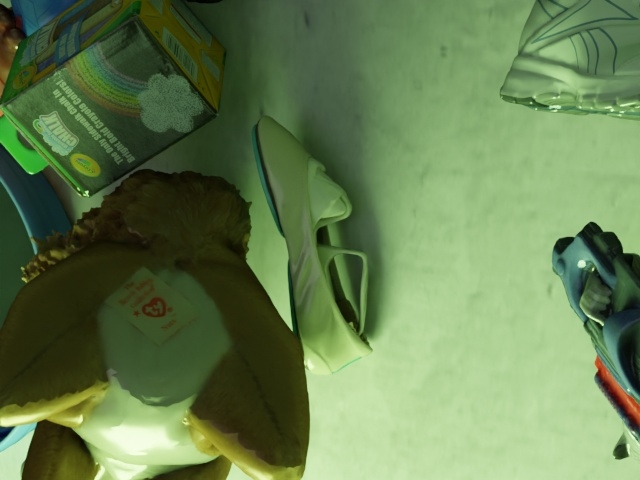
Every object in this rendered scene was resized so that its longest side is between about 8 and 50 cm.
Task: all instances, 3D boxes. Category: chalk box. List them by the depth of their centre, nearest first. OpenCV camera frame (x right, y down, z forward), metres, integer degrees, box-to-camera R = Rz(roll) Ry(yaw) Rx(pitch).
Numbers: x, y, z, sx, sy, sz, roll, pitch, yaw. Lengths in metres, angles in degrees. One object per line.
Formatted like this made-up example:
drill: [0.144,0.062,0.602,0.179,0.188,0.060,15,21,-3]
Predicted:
chalk box: [-0.213,-0.143,1.632,0.213,0.132,0.132,-29,119,19]

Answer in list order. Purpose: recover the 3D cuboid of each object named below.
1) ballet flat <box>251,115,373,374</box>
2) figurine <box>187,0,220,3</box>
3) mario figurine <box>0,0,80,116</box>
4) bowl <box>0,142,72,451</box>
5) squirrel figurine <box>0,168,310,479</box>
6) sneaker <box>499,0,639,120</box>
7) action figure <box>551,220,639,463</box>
ballet flat: [0.000,0.000,1.592,0.086,0.086,0.248,-9,94,41]
figurine: [-0.069,-0.358,1.578,0.209,0.092,0.215,-24,82,32]
mario figurine: [-0.259,-0.241,1.755,0.320,0.170,0.198,-42,35,26]
bowl: [-0.414,0.053,1.941,0.391,0.077,0.391,8,103,38]
squirrel figurine: [-0.174,0.142,1.663,0.370,0.281,0.397,106,168,-52]
sneaker: [0.230,-0.155,1.292,0.297,0.111,0.129,17,101,63]
action figure: [0.329,0.071,1.264,0.330,0.178,0.341,-61,36,35]
